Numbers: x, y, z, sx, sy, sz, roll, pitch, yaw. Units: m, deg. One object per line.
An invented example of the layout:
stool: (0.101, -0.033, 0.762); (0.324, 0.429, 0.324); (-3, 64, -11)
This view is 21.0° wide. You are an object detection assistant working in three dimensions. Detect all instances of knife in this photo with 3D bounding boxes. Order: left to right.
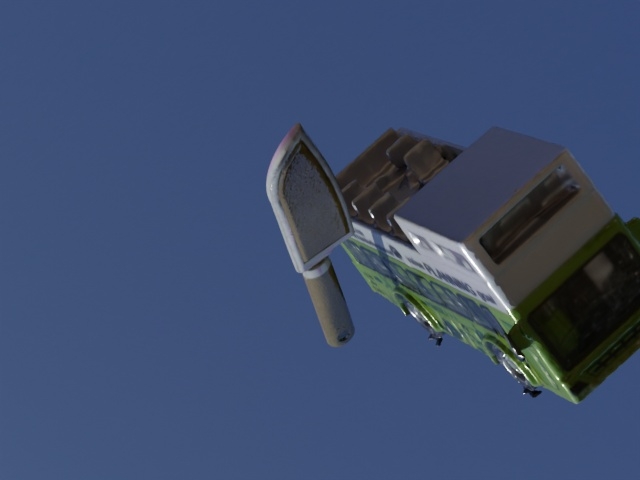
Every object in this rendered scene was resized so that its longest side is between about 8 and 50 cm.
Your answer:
knife: (-0.001, -0.001, 1.095); (0.046, 0.256, 0.022); (-32, -120, -8)

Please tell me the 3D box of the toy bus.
toy bus: (0.097, 0.000, 1.119); (0.113, 0.301, 0.139); (-41, -68, -10)
